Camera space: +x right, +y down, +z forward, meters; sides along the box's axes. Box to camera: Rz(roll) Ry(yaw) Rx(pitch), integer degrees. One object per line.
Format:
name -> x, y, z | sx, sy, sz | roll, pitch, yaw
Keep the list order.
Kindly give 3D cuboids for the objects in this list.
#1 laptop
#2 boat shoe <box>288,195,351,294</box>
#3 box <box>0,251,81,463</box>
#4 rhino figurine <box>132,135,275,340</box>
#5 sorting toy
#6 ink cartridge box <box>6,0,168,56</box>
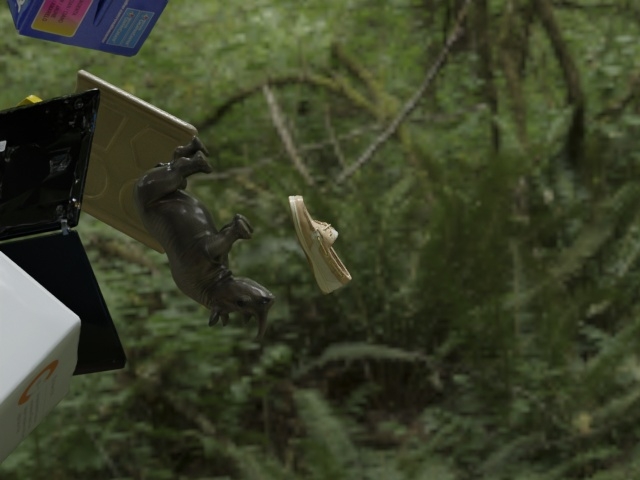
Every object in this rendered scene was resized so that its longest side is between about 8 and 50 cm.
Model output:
laptop -> -0.317, 0.002, 1.373 | 0.234, 0.264, 0.136 | -10, -33, 21
boat shoe -> 0.000, 0.000, 2.022 | 0.059, 0.170, 0.063 | -21, 22, 6
box -> -0.387, 0.171, 1.120 | 0.345, 0.168, 0.215 | -48, -5, -26
rhino figurine -> -0.127, 0.007, 1.469 | 0.106, 0.243, 0.073 | -31, -9, 5
sorting toy -> -0.330, -0.138, 1.945 | 0.307, 0.229, 0.041 | 28, 32, 16
ink cartridge box -> -0.233, -0.384, 1.361 | 0.151, 0.270, 0.395 | 4, 46, -39
